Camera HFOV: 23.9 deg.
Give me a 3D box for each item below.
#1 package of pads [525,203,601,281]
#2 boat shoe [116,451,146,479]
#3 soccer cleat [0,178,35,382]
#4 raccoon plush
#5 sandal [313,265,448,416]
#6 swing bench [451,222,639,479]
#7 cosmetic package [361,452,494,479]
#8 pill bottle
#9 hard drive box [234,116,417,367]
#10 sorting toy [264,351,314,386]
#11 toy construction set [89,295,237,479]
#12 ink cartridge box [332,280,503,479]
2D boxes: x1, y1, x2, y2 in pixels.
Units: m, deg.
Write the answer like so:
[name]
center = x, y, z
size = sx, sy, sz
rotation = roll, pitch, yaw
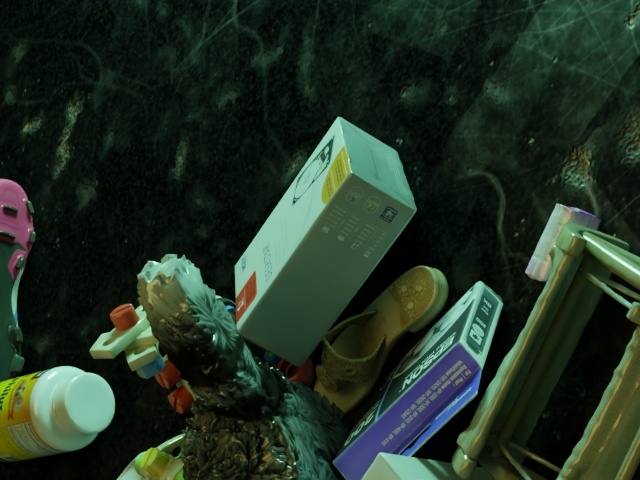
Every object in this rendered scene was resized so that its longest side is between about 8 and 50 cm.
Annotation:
[package of pads]
center = 0.247, 0.006, 1.541
size = 0.032, 0.050, 0.083
rotation = 32, 103, 47
[boat shoe]
center = -0.270, 0.358, 1.982
size = 0.066, 0.063, 0.184
rotation = 46, 112, 44
[soccer cleat]
center = -0.519, 0.071, 2.302
size = 0.143, 0.116, 0.331
rotation = -15, 68, 44
[raccoon plush]
center = -0.138, 0.254, 1.656
size = 0.299, 0.216, 0.446
rotation = -31, 92, 19
[sandal]
center = 0.039, 0.110, 1.712
size = 0.240, 0.079, 0.088
rotation = -48, 48, 27
[swing bench]
center = 0.259, 0.140, 1.401
size = 0.255, 0.165, 0.253
rotation = 34, 103, 47
[cosmetic package]
center = 0.066, 0.403, 1.507
size = 0.155, 0.197, 0.365
rotation = 47, 114, 43
[pill bottle]
center = -0.382, 0.240, 2.100
size = 0.215, 0.117, 0.117
rotation = -17, 66, 43
[hard drive box]
center = 0.000, 0.000, 1.727
size = 0.232, 0.089, 0.181
rotation = -55, 17, 18
[sorting toy]
center = -0.031, 0.139, 1.816
size = 0.061, 0.042, 0.102
rotation = -19, 51, 26
[toy construction set]
center = -0.163, 0.183, 1.771
size = 0.151, 0.215, 0.327
rotation = 26, 143, 46
[ink cartridge box]
center = 0.099, 0.160, 1.566
size = 0.206, 0.045, 0.208
rotation = -48, 5, 26
